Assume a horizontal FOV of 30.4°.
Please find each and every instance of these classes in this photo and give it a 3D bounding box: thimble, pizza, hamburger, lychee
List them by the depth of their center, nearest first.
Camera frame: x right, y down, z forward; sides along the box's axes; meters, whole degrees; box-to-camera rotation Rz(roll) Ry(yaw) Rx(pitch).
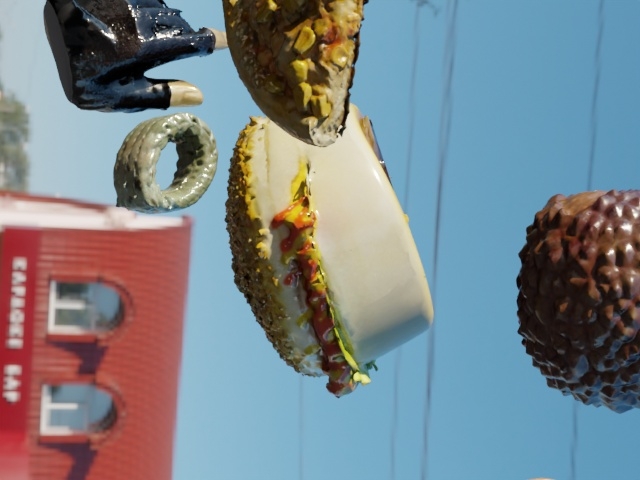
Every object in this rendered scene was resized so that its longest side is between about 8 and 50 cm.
[{"bbox_3d":[-0.016,-0.147,0.810,0.131,0.041,0.178,-36,-118,40],"label":"pizza"},{"bbox_3d":[0.246,0.046,0.935,0.188,0.188,0.188,-177,-90,-72],"label":"lychee"},{"bbox_3d":[-0.153,-0.072,1.146,0.062,0.084,0.110,-4,-136,50],"label":"thimble"},{"bbox_3d":[0.000,0.000,1.185,0.294,0.179,0.276,-102,173,-60],"label":"hamburger"}]

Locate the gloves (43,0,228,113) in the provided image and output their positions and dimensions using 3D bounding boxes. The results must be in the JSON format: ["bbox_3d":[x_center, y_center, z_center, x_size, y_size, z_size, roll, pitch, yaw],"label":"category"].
[{"bbox_3d":[-0.169,-0.200,1.160,0.129,0.181,0.106,58,-27,34],"label":"gloves"}]

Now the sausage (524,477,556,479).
[{"bbox_3d":[0.066,0.231,0.699,0.241,0.120,0.136,-39,-175,33],"label":"sausage"}]
